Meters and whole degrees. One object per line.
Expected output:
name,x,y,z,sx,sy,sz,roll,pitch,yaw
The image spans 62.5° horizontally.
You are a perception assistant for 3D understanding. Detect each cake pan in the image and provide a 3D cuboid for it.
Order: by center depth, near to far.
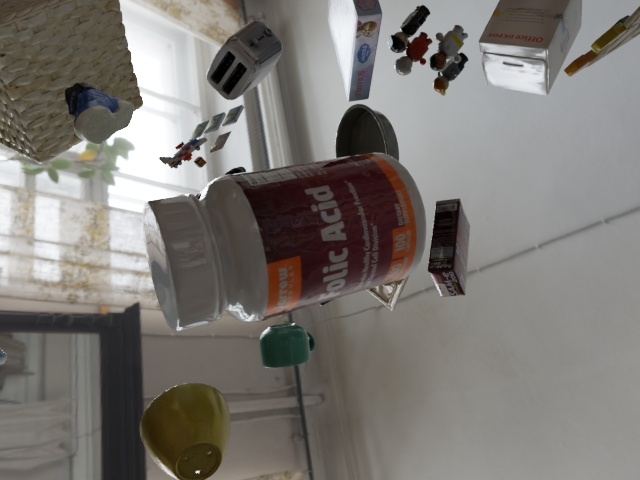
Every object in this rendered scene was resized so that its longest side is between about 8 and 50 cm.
cake pan,0.136,-0.252,1.548,0.293,0.054,0.293,33,-52,56

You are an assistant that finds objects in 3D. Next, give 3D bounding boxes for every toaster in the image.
toaster,-0.217,-0.483,1.445,0.227,0.129,0.146,-36,-167,43

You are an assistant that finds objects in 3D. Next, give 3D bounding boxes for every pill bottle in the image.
pill bottle,-0.054,-0.003,0.815,0.224,0.392,0.224,38,-45,52

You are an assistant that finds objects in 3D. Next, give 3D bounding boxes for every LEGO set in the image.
LEGO set,-0.322,-0.278,1.419,0.182,0.060,0.244,-12,-137,30

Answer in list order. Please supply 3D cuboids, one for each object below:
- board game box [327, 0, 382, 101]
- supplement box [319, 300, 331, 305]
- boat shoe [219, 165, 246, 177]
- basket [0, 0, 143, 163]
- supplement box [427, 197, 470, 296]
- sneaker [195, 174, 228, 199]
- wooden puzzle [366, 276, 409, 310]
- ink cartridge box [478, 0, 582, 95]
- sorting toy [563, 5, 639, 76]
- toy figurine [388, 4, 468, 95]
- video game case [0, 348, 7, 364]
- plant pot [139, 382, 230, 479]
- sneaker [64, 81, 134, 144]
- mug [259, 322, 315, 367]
board game box,0.083,-0.599,1.410,0.319,0.065,0.318,94,-14,-68
supplement box,0.000,0.000,1.769,0.194,0.195,0.357,28,-45,50
boat shoe,-0.289,-0.184,1.626,0.133,0.042,0.049,-31,-87,19
basket,-0.617,-0.401,1.173,0.266,0.331,0.328,26,-40,23
supplement box,0.354,0.018,1.438,0.073,0.130,0.239,-5,-128,28
sneaker,-0.127,-0.017,0.949,0.235,0.094,0.153,54,-48,5
wooden puzzle,0.120,0.050,1.301,0.221,0.044,0.239,37,-29,19
ink cartridge box,0.530,-0.518,1.327,0.171,0.168,0.233,21,-106,32
sorting toy,0.605,-0.431,1.020,0.041,0.307,0.229,54,-27,8
toy figurine,0.314,-0.546,1.541,0.209,0.213,0.148,38,-91,17
video game case,-0.686,0.176,0.904,0.201,0.183,0.023,31,-74,18
plant pot,-0.188,0.291,0.765,0.095,0.134,0.134,39,-70,60
sneaker,-0.339,-0.186,0.761,0.152,0.084,0.058,-78,-170,-65
mug,-0.092,0.270,1.391,0.129,0.158,0.097,-8,-91,10
